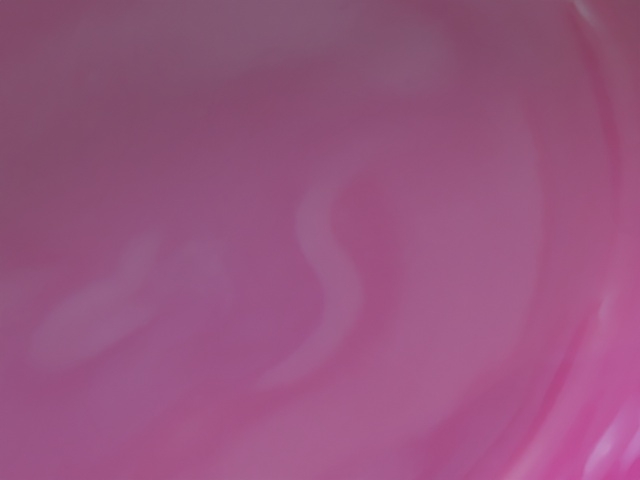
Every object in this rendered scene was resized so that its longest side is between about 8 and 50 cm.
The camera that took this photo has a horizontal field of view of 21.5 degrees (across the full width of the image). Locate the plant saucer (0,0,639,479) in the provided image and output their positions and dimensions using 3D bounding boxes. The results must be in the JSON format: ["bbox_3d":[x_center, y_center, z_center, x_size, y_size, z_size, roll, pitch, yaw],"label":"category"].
[{"bbox_3d":[-0.029,0.030,0.393,0.332,0.084,0.332,-13,127,-18],"label":"plant saucer"}]
